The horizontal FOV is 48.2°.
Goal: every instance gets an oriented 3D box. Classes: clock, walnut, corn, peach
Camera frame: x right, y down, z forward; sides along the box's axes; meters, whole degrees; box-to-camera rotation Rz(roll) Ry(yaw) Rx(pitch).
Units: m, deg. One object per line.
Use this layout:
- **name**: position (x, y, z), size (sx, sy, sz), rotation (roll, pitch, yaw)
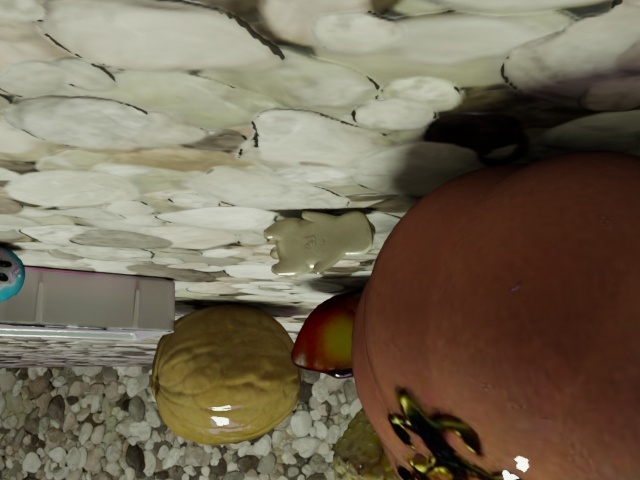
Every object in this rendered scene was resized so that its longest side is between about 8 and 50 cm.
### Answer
- **clock**: position (-0.280, 0.077, 0.818), size (0.197, 0.063, 0.150), rotation (7, 166, -29)
- **walnut**: position (-0.134, 0.194, 1.047), size (0.228, 0.228, 0.228), rotation (0, 167, 0)
- **corn**: position (0.129, 0.110, 0.619), size (0.320, 0.097, 0.097), rotation (-35, -170, -35)
- **peach**: position (0.082, 0.096, 0.864), size (0.189, 0.068, 0.279), rotation (2, -170, 33)

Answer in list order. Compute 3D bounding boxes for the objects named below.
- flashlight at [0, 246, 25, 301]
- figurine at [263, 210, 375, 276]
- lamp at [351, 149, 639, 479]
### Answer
- **flashlight**: position (-0.331, 0.028, 0.636), size (0.129, 0.051, 0.051), rotation (3, 167, -3)
- **figurine**: position (0.000, 0.000, 0.537), size (0.083, 0.047, 0.050), rotation (-8, -178, 4)
- **lamp**: position (0.168, 0.077, 0.416), size (0.305, 0.239, 0.305), rotation (32, 152, 19)
